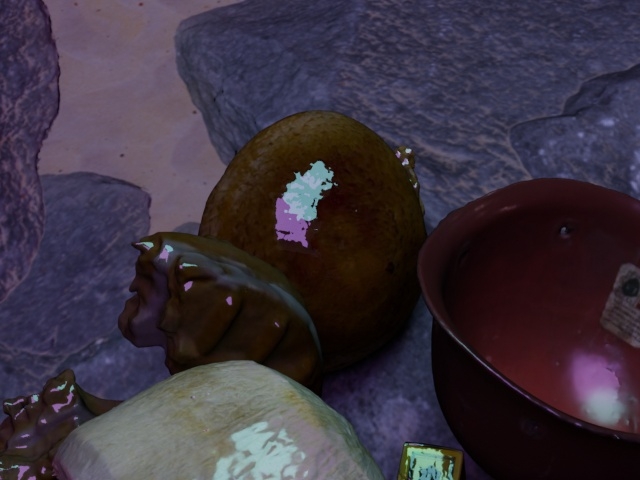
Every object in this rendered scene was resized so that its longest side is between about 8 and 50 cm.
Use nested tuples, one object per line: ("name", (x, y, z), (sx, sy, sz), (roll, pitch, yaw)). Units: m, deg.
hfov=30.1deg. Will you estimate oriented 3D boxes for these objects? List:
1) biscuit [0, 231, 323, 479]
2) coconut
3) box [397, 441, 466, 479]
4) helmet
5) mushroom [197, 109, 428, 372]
("biscuit", (-0.144, 0.158, 1.144), (0.366, 0.268, 0.115), (-46, 37, 25))
("coconut", (-0.066, 0.245, 0.974), (0.254, 0.297, 0.297), (-16, 55, -26))
("box", (0.091, 0.315, 1.098), (0.064, 0.141, 0.220), (8, 60, 15))
("helmet", (0.240, 0.131, 1.120), (0.385, 0.230, 0.337), (-16, 48, -35))
("mushroom", (0.010, -0.007, 1.267), (0.263, 0.195, 0.283), (54, 49, -8))
